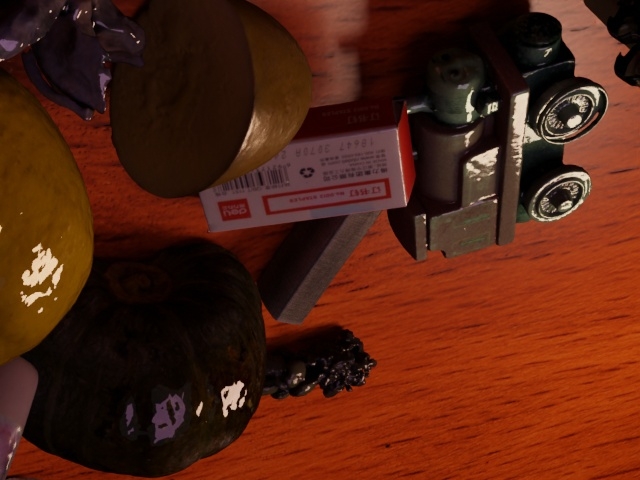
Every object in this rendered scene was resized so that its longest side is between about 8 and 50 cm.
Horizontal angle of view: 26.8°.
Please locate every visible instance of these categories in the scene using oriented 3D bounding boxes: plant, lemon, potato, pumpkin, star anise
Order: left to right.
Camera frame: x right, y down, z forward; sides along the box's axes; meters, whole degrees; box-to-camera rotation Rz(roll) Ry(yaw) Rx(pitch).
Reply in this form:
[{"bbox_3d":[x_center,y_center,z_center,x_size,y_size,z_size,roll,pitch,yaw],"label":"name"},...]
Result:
[{"bbox_3d":[-0.333,-0.023,1.128,0.285,0.285,0.316,-42,161,11],"label":"lemon"},{"bbox_3d":[-0.223,-0.208,1.092,0.093,0.229,0.236,-5,135,29],"label":"star anise"},{"bbox_3d":[-0.196,0.156,1.453,0.325,0.232,0.242,-8,138,-23],"label":"pumpkin"},{"bbox_3d":[-0.085,-0.139,1.275,0.158,0.178,0.203,-5,111,-52],"label":"potato"},{"bbox_3d":[-0.010,0.163,1.709,0.174,0.087,0.085,-8,101,-23],"label":"plant"}]

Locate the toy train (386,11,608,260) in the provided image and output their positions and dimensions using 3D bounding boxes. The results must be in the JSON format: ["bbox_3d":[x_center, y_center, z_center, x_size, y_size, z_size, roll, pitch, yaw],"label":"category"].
[{"bbox_3d":[0.185,-0.116,1.494,0.222,0.150,0.304,-16,141,-10],"label":"toy train"}]

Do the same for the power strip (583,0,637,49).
[{"bbox_3d":[0.355,-0.287,1.425,0.140,0.139,0.224,-36,142,3],"label":"power strip"}]

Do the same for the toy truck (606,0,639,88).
[{"bbox_3d":[0.354,-0.231,1.274,0.127,0.127,0.257,-35,139,-7],"label":"toy truck"}]

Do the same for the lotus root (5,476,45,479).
[{"bbox_3d":[-0.370,0.349,1.631,0.122,0.112,0.081,3,144,-22],"label":"lotus root"}]

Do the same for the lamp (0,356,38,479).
[{"bbox_3d":[-0.446,0.186,1.268,0.301,0.247,0.247,20,143,-12],"label":"lamp"}]

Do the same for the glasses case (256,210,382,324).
[{"bbox_3d":[0.000,0.000,1.541,0.047,0.071,0.205,11,125,-38],"label":"glasses case"}]

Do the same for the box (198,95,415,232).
[{"bbox_3d":[-0.018,-0.078,1.399,0.229,0.050,0.123,-9,139,4],"label":"box"}]
